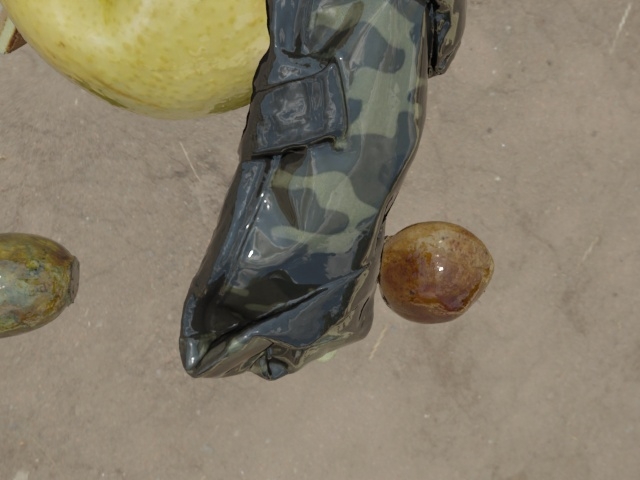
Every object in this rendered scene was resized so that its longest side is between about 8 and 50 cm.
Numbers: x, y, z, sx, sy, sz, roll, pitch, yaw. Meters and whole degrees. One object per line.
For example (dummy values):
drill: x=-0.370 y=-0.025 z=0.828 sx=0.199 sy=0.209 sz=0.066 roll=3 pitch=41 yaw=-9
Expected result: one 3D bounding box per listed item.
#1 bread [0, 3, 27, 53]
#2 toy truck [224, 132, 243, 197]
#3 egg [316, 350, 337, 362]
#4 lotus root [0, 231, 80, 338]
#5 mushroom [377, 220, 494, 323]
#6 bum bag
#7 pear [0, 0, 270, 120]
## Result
bread: x=-0.375 y=-0.287 z=0.747 sx=0.043 sy=0.062 sz=0.109 roll=39 pitch=70 yaw=8
toy truck: x=-0.025 y=-0.114 z=0.767 sx=0.155 sy=0.124 sz=0.268 roll=8 pitch=119 yaw=-49
egg: x=0.004 y=0.352 z=1.988 sx=0.114 sy=0.152 sz=0.114 roll=3 pitch=80 yaw=-16
lotus root: x=-0.736 y=0.104 z=1.354 sx=0.345 sy=0.250 sz=0.251 roll=-6 pitch=108 yaw=-11
mushroom: x=0.229 y=0.076 z=1.330 sx=0.195 sy=0.283 sz=0.263 roll=-54 pitch=135 yaw=-26
bum bag: x=0.010 y=-0.066 z=0.355 sx=0.144 sy=0.095 sz=0.341 roll=1 pitch=109 yaw=-42
pear: x=-0.121 y=-0.257 z=0.515 sx=0.309 sy=0.309 sz=0.309 roll=-7 pitch=108 yaw=-21
